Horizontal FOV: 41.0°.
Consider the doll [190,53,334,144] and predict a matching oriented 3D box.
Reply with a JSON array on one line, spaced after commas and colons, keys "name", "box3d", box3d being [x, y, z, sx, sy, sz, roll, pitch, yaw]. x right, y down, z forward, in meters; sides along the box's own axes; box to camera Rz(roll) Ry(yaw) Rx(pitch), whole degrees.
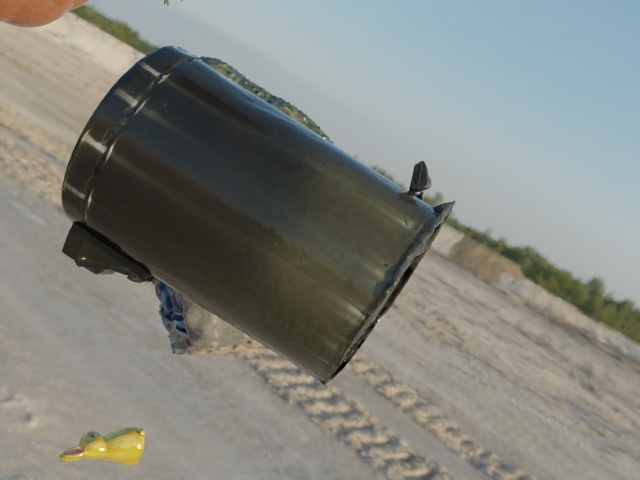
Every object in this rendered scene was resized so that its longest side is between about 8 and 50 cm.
[{"name": "doll", "box3d": [-0.123, -0.145, 1.384, 0.349, 0.247, 0.247, 50, 8, 7]}]

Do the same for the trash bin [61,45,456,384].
[{"name": "trash bin", "box3d": [-0.061, -0.019, 0.807, 0.302, 0.252, 0.203, 32, 0, 7]}]

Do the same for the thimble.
[{"name": "thimble", "box3d": [-0.120, 0.019, 1.051, 0.172, 0.236, 0.205, -13, -12, -19]}]

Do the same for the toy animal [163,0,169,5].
[{"name": "toy animal", "box3d": [-0.173, -0.266, 0.889, 0.050, 0.028, 0.084, 29, 15, 4]}]

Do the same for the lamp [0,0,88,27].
[{"name": "lamp", "box3d": [-0.423, -0.452, 1.183, 0.305, 0.305, 0.240, 26, -15, -38]}]

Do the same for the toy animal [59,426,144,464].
[{"name": "toy animal", "box3d": [-0.431, 0.403, 1.684, 0.160, 0.083, 0.070, 1, 45, -26]}]
